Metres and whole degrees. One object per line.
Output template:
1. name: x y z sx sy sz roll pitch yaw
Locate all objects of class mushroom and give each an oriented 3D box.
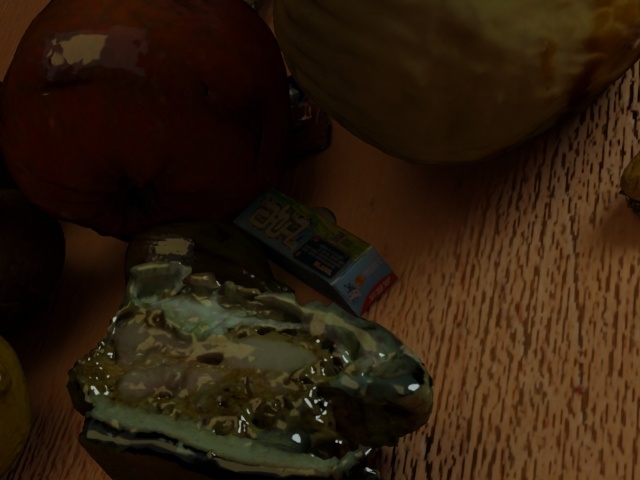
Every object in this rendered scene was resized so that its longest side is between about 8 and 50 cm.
1. mushroom: -0.360 0.030 1.757 0.253 0.153 0.253 -17 -10 -3

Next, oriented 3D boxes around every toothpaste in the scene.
1. toothpaste: 0.000 0.000 1.576 0.070 0.044 0.193 -44 31 -9

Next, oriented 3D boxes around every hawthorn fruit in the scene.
1. hawthorn fruit: -0.153 -0.145 1.724 0.276 0.276 0.307 -21 37 27

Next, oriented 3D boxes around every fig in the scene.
1. fig: -0.091 0.033 1.578 0.154 0.103 0.109 14 34 37

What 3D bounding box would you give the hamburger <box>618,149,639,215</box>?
1. hamburger: 0.262 -0.053 1.375 0.083 0.044 0.076 -47 32 -20

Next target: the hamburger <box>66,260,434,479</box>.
1. hamburger: -0.047 0.134 1.329 0.288 0.192 0.168 14 62 27

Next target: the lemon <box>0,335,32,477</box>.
1. lemon: -0.357 0.150 1.611 0.256 0.188 0.188 -18 36 33

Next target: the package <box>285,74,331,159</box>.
1. package: -0.029 -0.114 1.774 0.077 0.033 0.111 -16 55 6

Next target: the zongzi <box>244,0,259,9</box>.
1. zongzi: -0.178 -0.200 1.990 0.197 0.099 0.194 1 47 37

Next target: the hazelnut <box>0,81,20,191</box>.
1. hazelnut: -0.381 -0.080 1.924 0.217 0.217 0.251 -46 -8 -14

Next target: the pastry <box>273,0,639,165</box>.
1. pastry: 0.132 -0.248 1.493 0.312 0.388 0.388 15 46 3
